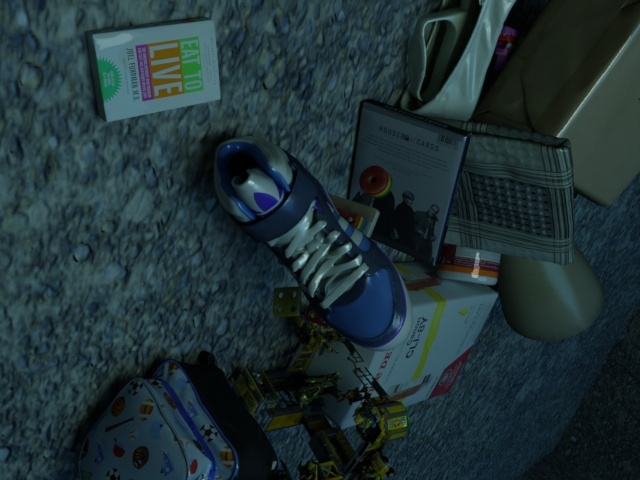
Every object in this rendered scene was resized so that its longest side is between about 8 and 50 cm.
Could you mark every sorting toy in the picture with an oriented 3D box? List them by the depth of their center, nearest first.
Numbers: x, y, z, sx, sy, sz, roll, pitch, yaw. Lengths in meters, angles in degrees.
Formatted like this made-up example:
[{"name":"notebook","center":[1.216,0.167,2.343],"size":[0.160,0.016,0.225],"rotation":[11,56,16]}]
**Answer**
[{"name":"sorting toy","center":[0.000,0.000,0.961],"size":[0.046,0.132,0.274],"rotation":[29,83,-59]}]

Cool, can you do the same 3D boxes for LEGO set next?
[{"name":"LEGO set","center":[-0.030,0.279,1.062],"size":[0.192,0.331,0.255],"rotation":[2,135,-40]},{"name":"LEGO set","center":[0.344,-0.317,1.135],"size":[0.227,0.087,0.093],"rotation":[-3,106,-46]}]

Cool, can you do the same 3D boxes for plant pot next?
[{"name":"plant pot","center":[0.541,0.068,1.564],"size":[0.256,0.256,0.274],"rotation":[-44,126,-12]}]

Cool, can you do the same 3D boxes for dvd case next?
[{"name":"dvd case","center":[0.133,-0.092,1.021],"size":[0.029,0.179,0.238],"rotation":[-38,144,-46]}]

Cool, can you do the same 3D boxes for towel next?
[{"name":"towel","center":[0.259,-0.079,1.059],"size":[0.056,0.324,0.312],"rotation":[-60,146,-22]}]

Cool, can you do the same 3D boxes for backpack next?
[{"name":"backpack","center":[-0.226,0.341,0.936],"size":[0.213,0.276,0.263],"rotation":[20,111,-47]}]

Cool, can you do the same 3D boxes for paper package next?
[{"name":"paper package","center":[0.473,-0.247,1.078],"size":[0.325,0.168,0.309],"rotation":[15,113,-45]}]

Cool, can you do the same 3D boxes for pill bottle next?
[{"name":"pill bottle","center":[0.307,-0.026,1.258],"size":[0.121,0.121,0.221],"rotation":[11,86,-50]}]

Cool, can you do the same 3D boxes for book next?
[{"name":"book","center":[-0.187,-0.198,0.718],"size":[0.144,0.035,0.096],"rotation":[-22,130,-33]}]

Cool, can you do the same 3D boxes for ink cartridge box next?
[{"name":"ink cartridge box","center":[0.161,0.200,1.301],"size":[0.385,0.160,0.279],"rotation":[-1,120,-46]}]

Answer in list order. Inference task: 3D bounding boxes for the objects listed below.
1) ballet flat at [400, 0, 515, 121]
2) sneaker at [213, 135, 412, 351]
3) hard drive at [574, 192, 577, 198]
[{"name":"ballet flat","center":[0.217,-0.355,0.955],"size":[0.139,0.139,0.400],"rotation":[-14,130,-40]},{"name":"sneaker","center":[-0.027,-0.001,0.809],"size":[0.130,0.323,0.236],"rotation":[-40,153,13]},{"name":"hard drive","center":[0.500,-0.120,1.424],"size":[0.094,0.135,0.022],"rotation":[-24,134,-33]}]
